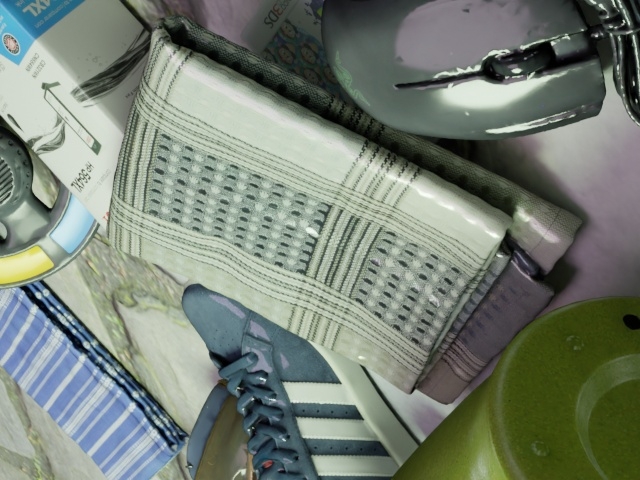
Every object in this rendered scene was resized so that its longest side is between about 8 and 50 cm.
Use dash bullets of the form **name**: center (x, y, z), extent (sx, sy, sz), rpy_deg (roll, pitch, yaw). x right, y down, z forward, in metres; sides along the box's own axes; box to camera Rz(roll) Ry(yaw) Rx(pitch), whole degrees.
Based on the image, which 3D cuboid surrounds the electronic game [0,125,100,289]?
- **electronic game**: center (-0.299, -0.060, 1.628), extent (0.229, 0.229, 0.048), rpy_deg (60, -168, -23)

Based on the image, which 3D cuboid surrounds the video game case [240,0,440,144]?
- **video game case**: center (0.022, -0.120, 1.288), extent (0.157, 0.019, 0.143), rpy_deg (46, 151, 1)

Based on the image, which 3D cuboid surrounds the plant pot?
- **plant pot**: center (0.179, 0.235, 1.229), extent (0.366, 0.366, 0.353), rpy_deg (37, 138, 18)

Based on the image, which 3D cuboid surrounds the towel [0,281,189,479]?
- **towel**: center (-0.296, 0.137, 2.009), extent (0.336, 0.040, 0.243), rpy_deg (46, 152, 1)

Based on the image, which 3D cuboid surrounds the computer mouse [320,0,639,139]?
- **computer mouse**: center (0.091, -0.121, 1.118), extent (0.272, 0.072, 0.188), rpy_deg (-1, 128, 47)

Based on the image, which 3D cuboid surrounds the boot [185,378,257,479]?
- **boot**: center (-0.078, 0.237, 1.744), extent (0.106, 0.082, 0.219), rpy_deg (32, 110, 43)

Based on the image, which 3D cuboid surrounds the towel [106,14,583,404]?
- **towel**: center (0.000, 0.000, 1.340), extent (0.324, 0.056, 0.312), rpy_deg (26, 149, 0)

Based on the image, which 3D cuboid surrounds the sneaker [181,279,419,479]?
- **sneaker**: center (-0.019, 0.183, 1.585), extent (0.350, 0.148, 0.131), rpy_deg (49, 151, -2)

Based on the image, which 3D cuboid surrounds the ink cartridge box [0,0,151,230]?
- **ink cartridge box**: center (-0.182, -0.114, 1.498), extent (0.203, 0.086, 0.148), rpy_deg (48, 151, -1)
